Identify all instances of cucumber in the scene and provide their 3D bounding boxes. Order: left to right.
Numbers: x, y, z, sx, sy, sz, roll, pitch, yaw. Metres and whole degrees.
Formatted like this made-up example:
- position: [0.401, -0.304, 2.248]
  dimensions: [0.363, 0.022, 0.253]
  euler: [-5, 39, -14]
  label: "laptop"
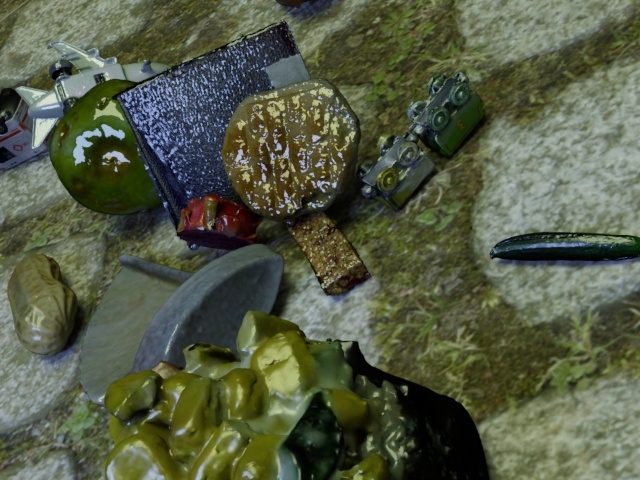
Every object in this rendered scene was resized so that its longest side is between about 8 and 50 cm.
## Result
- position: [0.274, 0.006, 1.396]
  dimensions: [0.184, 0.036, 0.033]
  euler: [1, 42, 35]
  label: "cucumber"

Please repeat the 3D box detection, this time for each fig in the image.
- position: [-0.284, -0.158, 1.867]
  dimensions: [0.206, 0.206, 0.275]
  euler: [-24, 18, 14]
  label: "fig"

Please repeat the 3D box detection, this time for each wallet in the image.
- position: [-0.121, -0.150, 1.694]
  dimensions: [0.262, 0.221, 0.071]
  euler: [-22, 9, 12]
  label: "wallet"

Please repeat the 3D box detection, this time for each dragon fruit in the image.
- position: [-0.131, -0.027, 1.644]
  dimensions: [0.112, 0.126, 0.068]
  euler: [8, 77, 1]
  label: "dragon fruit"

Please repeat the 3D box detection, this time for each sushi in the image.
- position: [-0.029, 0.228, 1.204]
  dimensions: [0.328, 0.285, 0.328]
  euler: [-20, 42, 18]
  label: "sushi"

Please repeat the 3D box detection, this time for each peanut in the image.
- position: [-0.393, 0.083, 1.762]
  dimensions: [0.093, 0.083, 0.194]
  euler: [-41, 39, 16]
  label: "peanut"

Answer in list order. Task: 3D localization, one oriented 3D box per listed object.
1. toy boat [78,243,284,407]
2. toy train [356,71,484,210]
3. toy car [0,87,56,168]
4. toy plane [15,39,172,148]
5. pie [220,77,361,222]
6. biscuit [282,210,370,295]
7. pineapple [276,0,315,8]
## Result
- position: [-0.198, 0.115, 1.585]
  dimensions: [0.293, 0.111, 0.276]
  euler: [-12, 35, 39]
  label: "toy boat"
- position: [0.129, -0.125, 1.598]
  dimensions: [0.202, 0.081, 0.060]
  euler: [-50, 40, -6]
  label: "toy train"
- position: [-0.548, -0.172, 2.112]
  dimensions: [0.209, 0.108, 0.089]
  euler: [-21, 44, 28]
  label: "toy car"
- position: [-0.358, -0.238, 2.014]
  dimensions: [0.255, 0.101, 0.251]
  euler: [-19, 70, -4]
  label: "toy plane"
- position: [-0.037, -0.113, 1.609]
  dimensions: [0.195, 0.046, 0.195]
  euler: [-2, 86, 25]
  label: "pie"
- position: [0.000, 0.000, 1.599]
  dimensions: [0.064, 0.034, 0.199]
  euler: [-36, 40, 2]
  label: "biscuit"
- position: [0.051, -0.509, 1.983]
  dimensions: [0.340, 0.169, 0.169]
  euler: [-32, 39, -7]
  label: "pineapple"
